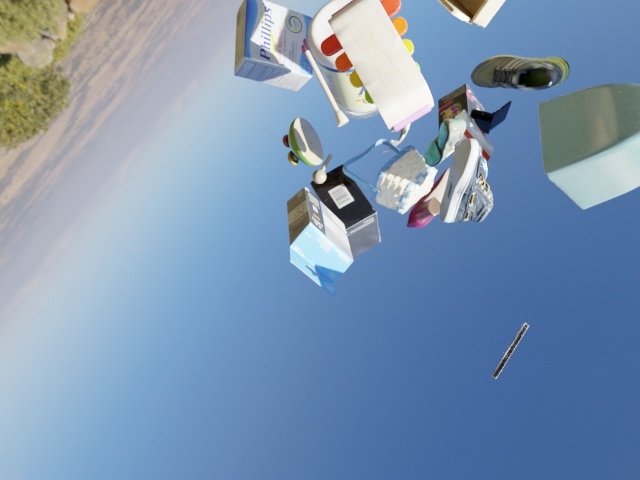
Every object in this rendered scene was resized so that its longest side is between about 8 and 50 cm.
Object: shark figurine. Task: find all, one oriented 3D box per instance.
[{"bbox_3d":[0.319,-0.501,1.821,0.116,0.166,0.278,11,-77,59],"label":"shark figurine"}]

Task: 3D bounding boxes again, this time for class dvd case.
[{"bbox_3d":[0.530,0.302,1.237,0.018,0.221,0.165,31,-87,26],"label":"dvd case"}]

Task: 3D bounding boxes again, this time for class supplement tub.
[{"bbox_3d":[0.110,-0.545,1.357,0.235,0.325,0.236,-4,-106,14],"label":"supplement tub"}]

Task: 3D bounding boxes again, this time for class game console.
[{"bbox_3d":[0.540,-0.402,1.422,0.122,0.107,0.071,49,62,-71],"label":"game console"}]

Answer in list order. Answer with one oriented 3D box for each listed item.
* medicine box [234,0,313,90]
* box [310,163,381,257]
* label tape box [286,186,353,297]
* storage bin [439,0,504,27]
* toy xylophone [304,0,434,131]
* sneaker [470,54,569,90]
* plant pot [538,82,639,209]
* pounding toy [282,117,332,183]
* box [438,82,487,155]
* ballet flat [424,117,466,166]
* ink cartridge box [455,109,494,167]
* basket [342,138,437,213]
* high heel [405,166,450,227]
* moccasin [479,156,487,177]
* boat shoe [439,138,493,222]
[{"bbox_3d":[-0.187,-0.780,1.776,0.149,0.289,0.264,-12,-104,60],"label":"medicine box"},{"bbox_3d":[0.117,-0.120,1.981,0.182,0.294,0.296,-29,-118,-2],"label":"box"},{"bbox_3d":[0.000,0.000,1.552,0.106,0.240,0.334,-36,-145,20],"label":"label tape box"},{"bbox_3d":[0.411,-0.740,1.145,0.262,0.123,0.260,-54,-137,39],"label":"storage bin"},{"bbox_3d":[0.106,-0.397,1.002,0.236,0.323,0.081,-21,180,14],"label":"toy xylophone"},{"bbox_3d":[0.631,-0.542,1.439,0.299,0.111,0.121,12,-147,38],"label":"sneaker"},{"bbox_3d":[0.772,-0.268,1.187,0.252,0.247,0.247,-20,-126,47],"label":"plant pot"},{"bbox_3d":[-0.070,-0.328,1.642,0.110,0.237,0.183,-18,-140,29],"label":"pounding toy"},{"bbox_3d":[0.603,-0.507,1.885,0.143,0.165,0.270,-25,-141,37],"label":"box"},{"bbox_3d":[0.346,-0.264,1.221,0.213,0.068,0.072,97,-19,-73],"label":"ballet flat"},{"bbox_3d":[0.479,-0.314,1.351,0.045,0.145,0.179,-40,-161,24],"label":"ink cartridge box"},{"bbox_3d":[0.259,-0.250,1.659,0.254,0.289,0.201,-37,160,-27],"label":"basket"},{"bbox_3d":[0.502,-0.198,1.908,0.377,0.127,0.181,-40,-177,-31],"label":"high heel"},{"bbox_3d":[0.713,-0.447,2.201,0.116,0.342,0.137,-26,-176,-12],"label":"moccasin"},{"bbox_3d":[0.282,-0.107,0.816,0.183,0.083,0.065,94,-4,-47],"label":"boat shoe"}]
